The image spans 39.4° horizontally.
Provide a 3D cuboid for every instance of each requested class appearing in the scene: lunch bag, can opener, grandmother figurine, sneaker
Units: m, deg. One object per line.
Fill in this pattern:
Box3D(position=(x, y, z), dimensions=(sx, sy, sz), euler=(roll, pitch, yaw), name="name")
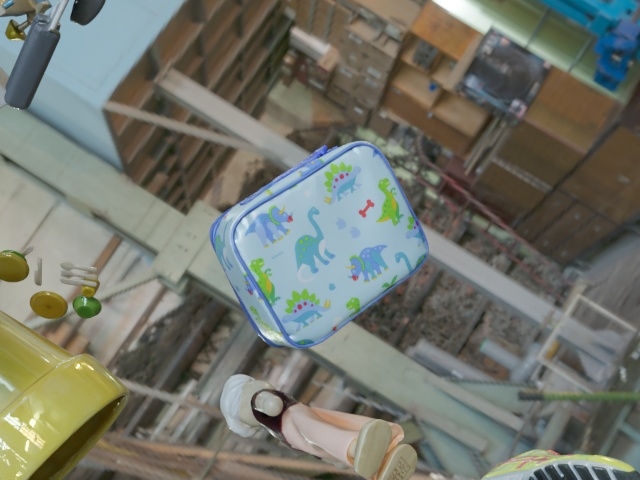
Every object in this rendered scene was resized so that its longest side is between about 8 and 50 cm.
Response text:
Box3D(position=(0.000, 0.000, 0.985), dimensions=(0.219, 0.176, 0.090), euler=(-35, 12, -24), name="lunch bag")
Box3D(position=(-0.448, -0.339, 1.500), dimensions=(0.280, 0.093, 0.074), euler=(-52, 31, 23), name="can opener")
Box3D(position=(-0.021, 0.263, 1.269), dimensions=(0.342, 0.208, 0.104), euler=(12, 52, 47), name="grandmother figurine")
Box3D(position=(0.266, 0.269, 1.014), dimensions=(0.208, 0.081, 0.094), euler=(-17, 11, 39), name="sneaker")

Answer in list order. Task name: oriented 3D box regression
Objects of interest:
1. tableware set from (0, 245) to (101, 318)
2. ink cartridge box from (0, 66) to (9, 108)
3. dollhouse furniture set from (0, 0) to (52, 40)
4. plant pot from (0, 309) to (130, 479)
Box3D(position=(-0.351, 0.054, 1.120), dimensions=(0.024, 0.154, 0.104), euler=(-91, 11, -52), name="tableware set")
Box3D(position=(-0.782, -0.307, 1.598), dimensions=(0.324, 0.330, 0.071), euler=(-27, 41, 8), name="ink cartridge box")
Box3D(position=(-0.641, -0.446, 1.497), dimensions=(0.198, 0.303, 0.286), euler=(-28, 15, 10), name="dollhouse furniture set")
Box3D(position=(-0.431, 0.219, 1.206), dimensions=(0.254, 0.239, 0.254), euler=(-48, -7, -7), name="plant pot")
